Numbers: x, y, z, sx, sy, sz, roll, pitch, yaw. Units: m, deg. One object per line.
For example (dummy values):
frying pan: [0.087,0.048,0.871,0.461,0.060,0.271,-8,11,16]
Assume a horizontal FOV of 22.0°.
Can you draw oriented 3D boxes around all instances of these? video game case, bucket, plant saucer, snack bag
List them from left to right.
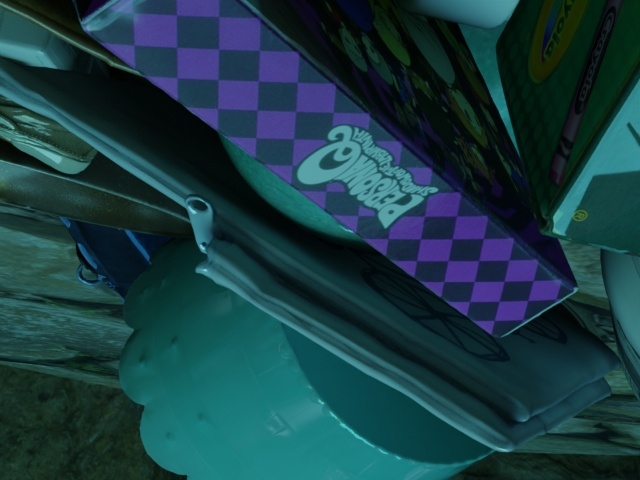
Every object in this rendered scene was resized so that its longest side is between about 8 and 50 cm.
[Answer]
plant saucer: [-0.223,-0.061,1.126,0.310,0.050,0.310,13,175,1]
video game case: [-0.013,-0.096,0.546,0.041,0.210,0.232,-32,142,18]
snack bag: [0.000,0.000,0.918,0.342,0.037,0.323,33,-170,14]
bucket: [0.013,0.076,1.207,0.281,0.281,0.183,15,149,-32]

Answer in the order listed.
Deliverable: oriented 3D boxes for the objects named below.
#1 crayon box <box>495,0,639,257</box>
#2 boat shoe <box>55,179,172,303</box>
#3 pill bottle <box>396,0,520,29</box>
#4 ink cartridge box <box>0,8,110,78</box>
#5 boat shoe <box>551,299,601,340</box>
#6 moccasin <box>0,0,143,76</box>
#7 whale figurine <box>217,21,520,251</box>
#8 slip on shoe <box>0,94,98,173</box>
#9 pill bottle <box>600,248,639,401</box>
crayon box: [0.174,-0.107,0.376,0.165,0.081,0.278,12,130,-17]
boat shoe: [-0.163,-0.012,1.389,0.089,0.109,0.258,12,153,13]
pill bottle: [0.163,-0.112,0.537,0.264,0.153,0.153,10,168,-9]
ink cartridge box: [-0.228,-0.128,1.001,0.179,0.045,0.145,16,170,7]
boat shoe: [0.124,0.045,1.345,0.228,0.080,0.076,36,-176,32]
moccasin: [-0.172,-0.143,0.605,0.139,0.147,0.380,-5,163,45]
whale figurine: [0.067,-0.077,0.756,0.272,0.141,0.216,-11,142,39]
slip on shoe: [-0.184,-0.083,0.953,0.135,0.051,0.041,28,125,-25]
pill bottle: [0.267,0.017,0.951,0.204,0.204,0.361,5,168,12]
